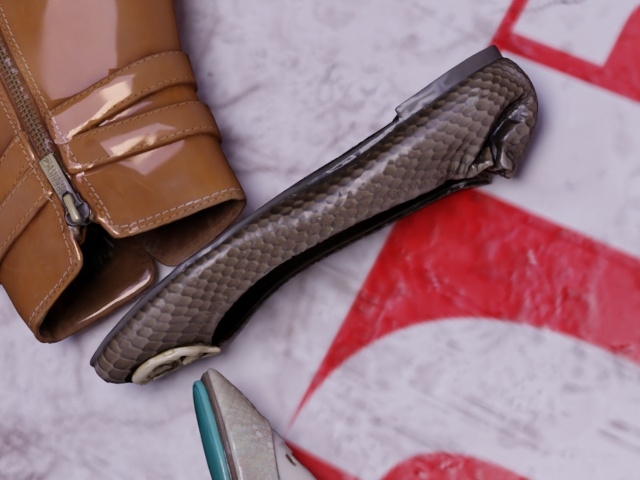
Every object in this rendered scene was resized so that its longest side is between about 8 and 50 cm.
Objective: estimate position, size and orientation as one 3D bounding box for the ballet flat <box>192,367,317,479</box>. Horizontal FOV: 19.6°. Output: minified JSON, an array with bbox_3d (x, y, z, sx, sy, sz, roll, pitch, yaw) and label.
[{"bbox_3d":[-0.019,0.137,0.857,0.052,0.057,0.168,-10,71,-12],"label":"ballet flat"}]

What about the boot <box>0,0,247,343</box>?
[{"bbox_3d":[-0.098,-0.106,0.924,0.283,0.109,0.220,-39,63,9],"label":"boot"}]

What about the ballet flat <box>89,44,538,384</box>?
[{"bbox_3d":[0.000,0.000,0.880,0.250,0.084,0.058,-36,88,3],"label":"ballet flat"}]
